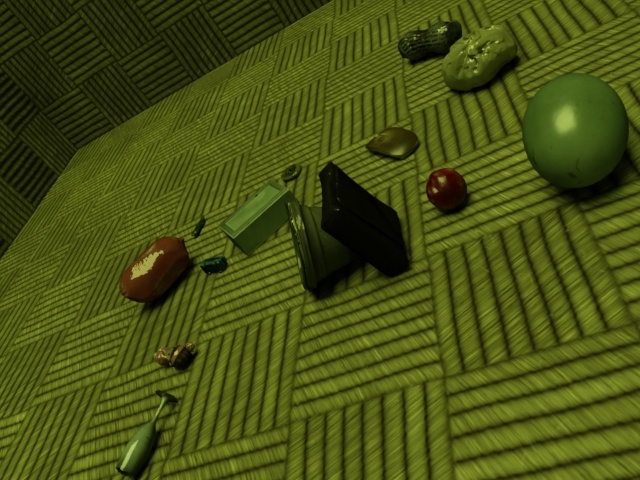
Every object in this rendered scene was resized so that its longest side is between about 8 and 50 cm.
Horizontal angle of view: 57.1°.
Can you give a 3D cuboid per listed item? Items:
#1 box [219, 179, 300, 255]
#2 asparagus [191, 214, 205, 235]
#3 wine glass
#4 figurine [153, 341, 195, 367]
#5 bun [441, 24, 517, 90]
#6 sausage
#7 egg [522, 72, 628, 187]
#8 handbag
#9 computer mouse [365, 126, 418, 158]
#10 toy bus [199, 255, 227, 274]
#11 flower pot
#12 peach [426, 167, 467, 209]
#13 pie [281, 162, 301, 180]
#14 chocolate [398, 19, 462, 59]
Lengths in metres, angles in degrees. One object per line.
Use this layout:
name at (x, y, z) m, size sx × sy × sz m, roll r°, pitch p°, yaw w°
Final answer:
box at (-0.186, -0.074, 1.809) m, size 0.225 × 0.086 × 0.129 m, roll -43°, pitch 33°, yaw -11°
asparagus at (-0.427, -0.051, 2.069) m, size 0.025 × 0.021 × 0.108 m, roll -12°, pitch 39°, yaw 27°
wine glass at (-0.408, 0.451, 1.374) m, size 0.066 × 0.066 × 0.198 m, roll -8°, pitch 43°, yaw 37°
figurine at (-0.386, 0.303, 1.556) m, size 0.129 × 0.054 × 0.072 m, roll -13°, pitch 24°, yaw 44°
bun at (0.463, -0.554, 1.749) m, size 0.229 × 0.145 × 0.229 m, roll -26°, pitch 37°, yaw 21°
sausage at (-0.516, 0.093, 1.864) m, size 0.148 × 0.148 × 0.254 m, roll 9°, pitch 59°, yaw 49°
egg at (0.523, -0.229, 1.216) m, size 0.203 × 0.203 × 0.283 m, roll -12°, pitch 42°, yaw 34°
handbag at (0.093, -0.049, 1.372) m, size 0.080 × 0.247 × 0.223 m, roll -43°, pitch 27°, yaw 25°
computer mouse at (0.208, -0.294, 1.750) m, size 0.102 × 0.045 × 0.199 m, roll -41°, pitch 33°, yaw -11°
toy bus at (-0.325, 0.074, 1.796) m, size 0.083 × 0.038 × 0.046 m, roll -11°, pitch 37°, yaw 34°
flower pot at (0.000, 0.000, 1.449) m, size 0.140 × 0.236 × 0.235 m, roll -14°, pitch 32°, yaw -6°
peach at (0.301, -0.123, 1.399) m, size 0.100 × 0.101 × 0.101 m, roll -25°, pitch 34°, yaw 18°
pie at (-0.101, -0.231, 1.986) m, size 0.084 × 0.021 × 0.084 m, roll -25°, pitch 33°, yaw 18°
chocolate at (0.381, -0.691, 2.040) m, size 0.248 × 0.110 × 0.110 m, roll -1°, pitch 46°, yaw 47°
